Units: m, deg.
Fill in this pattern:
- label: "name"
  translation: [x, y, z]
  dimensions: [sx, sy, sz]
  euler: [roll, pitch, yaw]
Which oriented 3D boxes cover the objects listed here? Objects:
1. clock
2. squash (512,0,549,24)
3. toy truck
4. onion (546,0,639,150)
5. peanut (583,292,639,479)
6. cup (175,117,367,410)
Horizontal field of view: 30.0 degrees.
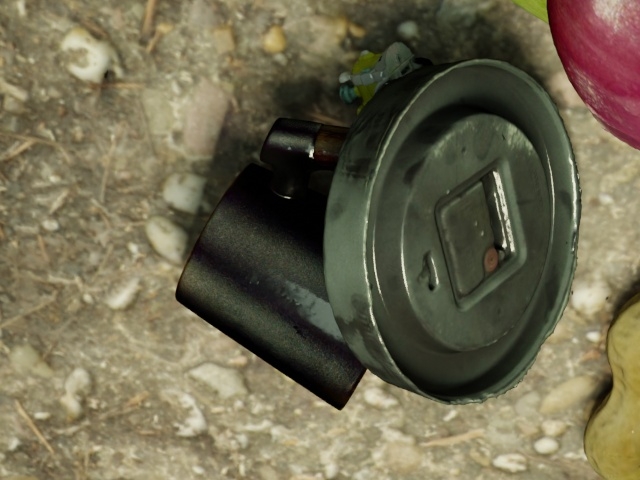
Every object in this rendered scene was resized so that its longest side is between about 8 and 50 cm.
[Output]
- label: "clock"
  translation: [0.111, -0.006, 0.962]
  dimensions: [0.055, 0.280, 0.281]
  euler: [8, 117, 45]
- label: "squash"
  translation: [0.120, -0.281, 0.928]
  dimensions: [0.118, 0.118, 0.370]
  euler: [-35, 107, 20]
- label: "toy truck"
  translation: [0.060, -0.113, 1.030]
  dimensions: [0.077, 0.076, 0.111]
  euler: [-14, 108, 35]
- label: "onion"
  translation: [0.326, -0.173, 0.800]
  dimensions: [0.358, 0.358, 0.345]
  euler: [-5, 75, 12]
- label: "peanut"
  translation: [0.302, 0.124, 1.060]
  dimensions: [0.120, 0.110, 0.236]
  euler: [10, 121, -17]
- label: "cup"
  translation: [0.000, 0.002, 1.047]
  dimensions: [0.177, 0.166, 0.239]
  euler: [29, 96, 4]
